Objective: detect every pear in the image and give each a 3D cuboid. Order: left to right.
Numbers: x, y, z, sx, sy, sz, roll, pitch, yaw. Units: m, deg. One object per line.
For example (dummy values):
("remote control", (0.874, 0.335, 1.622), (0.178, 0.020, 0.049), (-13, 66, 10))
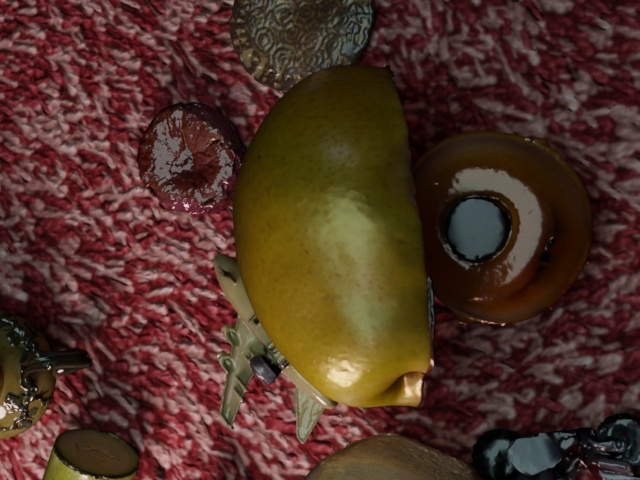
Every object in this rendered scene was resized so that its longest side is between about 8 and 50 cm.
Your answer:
("pear", (0.000, 0.000, 1.655), (0.191, 0.340, 0.386), (-4, 57, -6))

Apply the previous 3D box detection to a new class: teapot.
("teapot", (-0.436, 0.178, 1.967), (0.269, 0.182, 0.173), (-11, 86, 23))

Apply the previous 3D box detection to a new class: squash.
("squash", (-0.316, 0.353, 1.956), (0.123, 0.123, 0.186), (24, 105, 22))

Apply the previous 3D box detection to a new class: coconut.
("coconut", (0.068, 0.345, 1.707), (0.247, 0.245, 0.245), (14, 97, 22))

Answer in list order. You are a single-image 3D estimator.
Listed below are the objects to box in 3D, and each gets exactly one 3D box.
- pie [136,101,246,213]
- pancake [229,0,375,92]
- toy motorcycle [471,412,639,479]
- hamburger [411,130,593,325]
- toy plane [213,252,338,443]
("pie", (-0.166, -0.105, 1.915), (0.154, 0.038, 0.153), (1, 92, 22))
("pancake", (-0.025, -0.277, 1.855), (0.199, 0.021, 0.199), (1, 91, 25))
("toy motorcycle", (0.276, 0.265, 1.700), (0.213, 0.082, 0.122), (-12, 85, 26))
("hamburger", (0.198, -0.017, 1.696), (0.237, 0.147, 0.236), (2, 95, 17))
("toy plane", (-0.054, 0.115, 1.844), (0.242, 0.104, 0.256), (-40, 82, 5))
